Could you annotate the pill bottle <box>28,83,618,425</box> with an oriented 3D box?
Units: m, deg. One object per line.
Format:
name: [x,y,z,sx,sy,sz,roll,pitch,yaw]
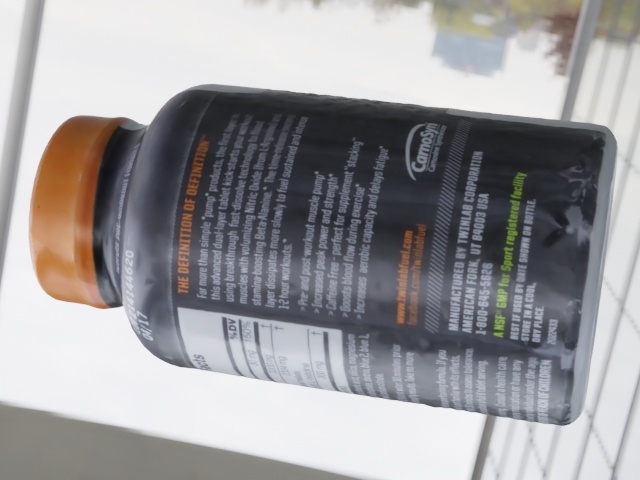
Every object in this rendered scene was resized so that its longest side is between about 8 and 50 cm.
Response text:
pill bottle: [0.000,0.000,0.598,0.245,0.130,0.130,8,-168,12]
